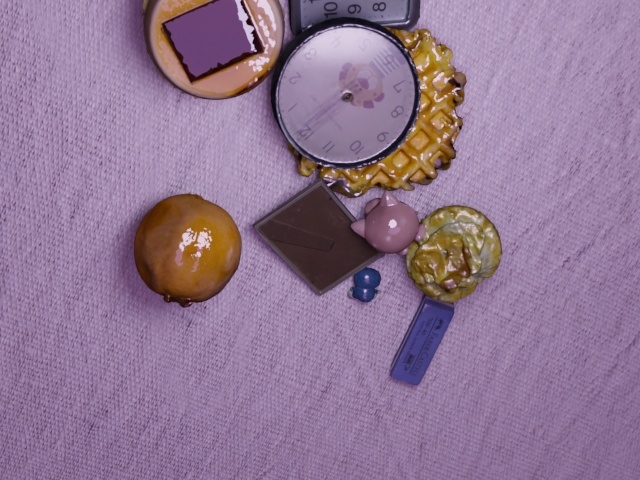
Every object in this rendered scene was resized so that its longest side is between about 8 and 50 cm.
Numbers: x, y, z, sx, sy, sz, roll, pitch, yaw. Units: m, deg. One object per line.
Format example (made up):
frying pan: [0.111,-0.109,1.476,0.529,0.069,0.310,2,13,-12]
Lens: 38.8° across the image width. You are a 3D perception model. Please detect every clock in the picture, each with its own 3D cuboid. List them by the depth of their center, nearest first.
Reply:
clock: [0.071,-0.549,1.834,0.279,0.049,0.273,-6,124,-9]
clock: [0.053,-0.294,1.840,0.313,0.061,0.312,-2,112,-6]

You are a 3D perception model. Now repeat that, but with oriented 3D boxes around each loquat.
loquat: [-0.278,0.019,1.909,0.238,0.193,0.238,-3,96,-30]

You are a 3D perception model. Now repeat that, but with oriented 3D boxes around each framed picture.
framed picture: [0.000,0.000,2.003,0.189,0.023,0.260,-34,123,14]

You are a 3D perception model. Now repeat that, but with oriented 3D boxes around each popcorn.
popcorn: [0.293,0.027,2.026,0.204,0.184,0.221,36,101,21]

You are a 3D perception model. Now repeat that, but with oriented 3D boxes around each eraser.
eraser: [0.243,0.235,2.169,0.082,0.036,0.225,21,104,-15]

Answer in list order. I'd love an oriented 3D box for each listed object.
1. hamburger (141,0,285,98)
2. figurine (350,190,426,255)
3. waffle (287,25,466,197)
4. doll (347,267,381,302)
hamburger: [-0.206,-0.419,1.784,0.302,0.170,0.302,-4,114,-9]
figurine: [0.152,-0.033,1.972,0.138,0.125,0.125,36,99,-18]
waffle: [0.117,-0.275,1.931,0.382,0.095,0.379,-2,114,-8]
doll: [0.109,0.102,2.091,0.076,0.050,0.083,5,106,-17]
